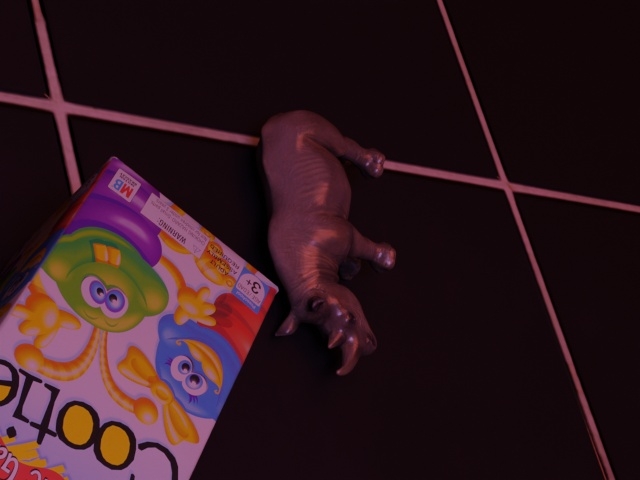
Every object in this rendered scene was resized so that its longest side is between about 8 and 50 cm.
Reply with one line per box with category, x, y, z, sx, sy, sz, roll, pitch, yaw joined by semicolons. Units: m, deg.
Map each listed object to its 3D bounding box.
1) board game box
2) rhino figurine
board game box;-0.158;0.105;0.925;0.142;0.144;0.275;39;40;-14
rhino figurine;0.000;0.000;1.217;0.106;0.073;0.243;22;49;-37
